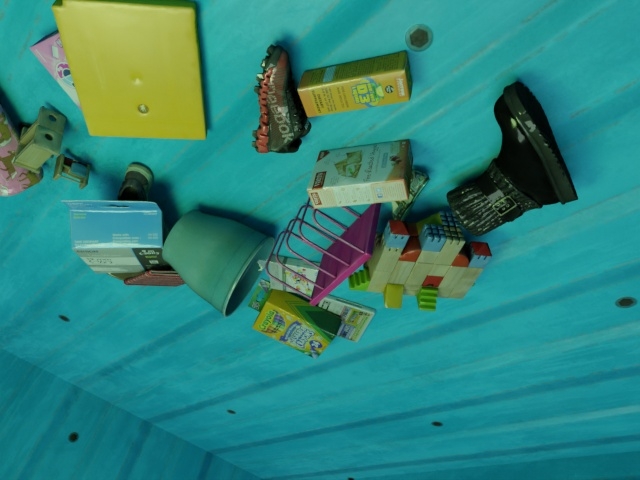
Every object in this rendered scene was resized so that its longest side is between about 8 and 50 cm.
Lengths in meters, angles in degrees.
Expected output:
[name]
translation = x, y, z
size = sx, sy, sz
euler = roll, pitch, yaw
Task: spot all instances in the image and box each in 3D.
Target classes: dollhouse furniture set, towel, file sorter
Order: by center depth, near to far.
[file sorter]
translation = 0.000, 0.000, 1.280
size = 0.182, 0.202, 0.291
euler = 30, 136, -14
[dollhouse furniture set]
translation = -0.717, -0.253, 1.301
size = 0.129, 0.129, 0.183
euler = -23, 150, 34
[towel]
translation = -0.530, 0.126, 1.582
size = 0.198, 0.031, 0.274
euler = 6, 166, -38

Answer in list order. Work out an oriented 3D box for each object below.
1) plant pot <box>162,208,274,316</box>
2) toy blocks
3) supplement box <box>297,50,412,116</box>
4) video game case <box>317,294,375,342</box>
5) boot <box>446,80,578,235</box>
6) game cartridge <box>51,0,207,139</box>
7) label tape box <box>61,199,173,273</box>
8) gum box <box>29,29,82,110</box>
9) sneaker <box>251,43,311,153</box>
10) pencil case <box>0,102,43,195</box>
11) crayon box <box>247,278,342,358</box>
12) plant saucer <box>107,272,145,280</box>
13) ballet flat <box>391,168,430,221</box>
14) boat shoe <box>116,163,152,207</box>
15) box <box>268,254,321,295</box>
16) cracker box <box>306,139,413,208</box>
[plant pot]
translation = -0.314, 0.045, 1.391
size = 0.255, 0.272, 0.272
euler = 30, 138, 5
[toy blocks]
translation = 0.287, 0.035, 1.246
size = 0.380, 0.191, 0.261
euler = 6, 137, -9
[supplement box]
translation = 0.074, -0.331, 0.998
size = 0.233, 0.080, 0.078
euler = -6, 136, 19
[video game case]
translation = 0.075, 0.283, 1.691
size = 0.193, 0.023, 0.213
euler = 18, 137, -2
[boot]
translation = 0.393, -0.157, 1.048
size = 0.260, 0.131, 0.348
euler = -20, 128, 33
[game cartridge]
translation = -0.412, -0.379, 1.060
size = 0.284, 0.053, 0.324
euler = 1, 136, -8
[label tape box]
translation = -0.586, -0.002, 1.389
size = 0.248, 0.115, 0.348
euler = 0, 161, -10
[gum box]
translation = -0.575, -0.404, 1.119
size = 0.107, 0.062, 0.189
euler = -9, 133, 25
[sneaker]
translation = -0.080, -0.304, 1.056
size = 0.134, 0.098, 0.276
euler = 14, 140, 2
[pencil case]
translation = -0.917, -0.298, 1.266
size = 0.167, 0.160, 0.386
euler = 43, 154, 37
[crayon box]
translation = -0.111, 0.289, 1.684
size = 0.322, 0.083, 0.203
euler = 27, 137, -3
[plant saucer]
translation = -0.709, 0.051, 1.661
size = 0.277, 0.041, 0.278
euler = 8, 137, 8
[ballet flat]
translation = 0.219, -0.113, 1.209
size = 0.070, 0.070, 0.189
euler = 19, 136, -4
[boat shoe]
translation = -0.568, -0.106, 1.413
size = 0.102, 0.093, 0.285
euler = 23, 137, -9
[box]
translation = -0.076, 0.119, 1.550
size = 0.186, 0.038, 0.145
euler = 9, 138, 5
[cracker box]
translation = 0.097, -0.158, 1.115
size = 0.232, 0.156, 0.067
euler = -5, 134, 20
